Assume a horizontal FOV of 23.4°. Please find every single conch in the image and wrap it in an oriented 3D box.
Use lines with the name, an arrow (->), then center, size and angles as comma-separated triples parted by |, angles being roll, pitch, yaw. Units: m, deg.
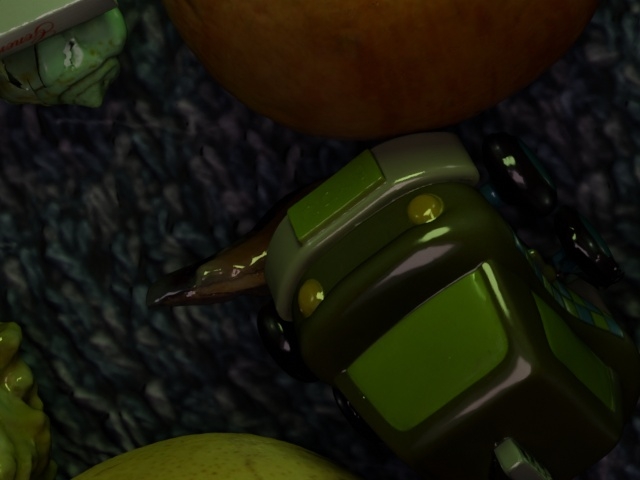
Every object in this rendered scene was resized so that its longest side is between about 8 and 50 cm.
conch -> -0.194, -0.156, 1.022 | 0.105, 0.079, 0.170 | -27, 79, -1
conch -> 0.001, -0.005, 1.018 | 0.232, 0.086, 0.080 | -7, 84, 1

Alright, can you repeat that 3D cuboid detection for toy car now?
toy car -> 0.093, 0.077, 0.918 | 0.204, 0.198, 0.248 | -37, 132, 13

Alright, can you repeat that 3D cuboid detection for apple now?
apple -> 0.032, -0.197, 0.913 | 0.286, 0.233, 0.286 | 0, 79, 1

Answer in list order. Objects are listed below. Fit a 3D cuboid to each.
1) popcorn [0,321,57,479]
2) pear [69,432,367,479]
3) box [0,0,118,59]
popcorn -> -0.288, 0.142, 0.996 | 0.216, 0.181, 0.235 | 25, 96, 0
pear -> -0.062, 0.265, 0.943 | 0.314, 0.314, 0.314 | 0, 96, 2
box -> -0.232, -0.230, 0.991 | 0.139, 0.035, 0.245 | -25, 72, 4
